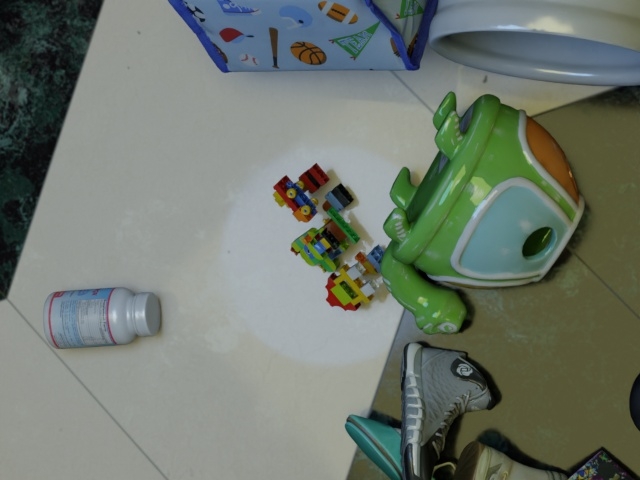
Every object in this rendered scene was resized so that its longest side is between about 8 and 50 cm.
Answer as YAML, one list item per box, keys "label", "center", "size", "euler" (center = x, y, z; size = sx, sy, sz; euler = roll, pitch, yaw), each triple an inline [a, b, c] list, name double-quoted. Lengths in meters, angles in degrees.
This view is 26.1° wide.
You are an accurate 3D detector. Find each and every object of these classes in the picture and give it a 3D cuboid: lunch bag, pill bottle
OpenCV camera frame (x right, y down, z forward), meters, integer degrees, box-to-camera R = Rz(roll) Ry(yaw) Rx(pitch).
- label: "lunch bag"
  center: [0.007, -0.443, 1.895]
  size: [0.328, 0.239, 0.385]
  euler: [6, 62, 28]
- label: "pill bottle"
  center: [-0.325, 0.114, 2.060]
  size: [0.160, 0.087, 0.087]
  euler: [-4, 87, 13]

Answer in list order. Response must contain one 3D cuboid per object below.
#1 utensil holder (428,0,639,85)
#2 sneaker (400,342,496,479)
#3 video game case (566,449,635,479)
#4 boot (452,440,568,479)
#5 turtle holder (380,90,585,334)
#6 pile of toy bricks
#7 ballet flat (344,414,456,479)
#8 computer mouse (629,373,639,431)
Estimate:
- label: "utensil holder"
  center: [0.325, -0.423, 1.808]
  size: [0.327, 0.327, 0.385]
  euler: [7, 88, 14]
- label: "sneaker"
  center: [0.178, 0.244, 1.907]
  size: [0.132, 0.086, 0.229]
  euler: [3, 58, -2]
- label: "video game case"
  center: [0.373, 0.413, 1.815]
  size: [0.232, 0.042, 0.210]
  euler: [-32, 64, -34]
- label: "boot"
  center: [0.247, 0.398, 1.881]
  size: [0.165, 0.077, 0.213]
  euler: [21, 77, -18]
- label: "turtle holder"
  center: [0.209, -0.025, 1.864]
  size: [0.227, 0.243, 0.320]
  euler: [28, 85, -4]
- label: "pile of toy bricks"
  center: [0.000, 0.000, 1.992]
  size: [0.105, 0.118, 0.212]
  euler: [-35, 97, 38]
- label: "ballet flat"
  center: [0.140, 0.327, 1.956]
  size: [0.087, 0.083, 0.247]
  euler: [-37, 80, -15]
- label: "computer mouse"
  center: [0.529, 0.166, 1.863]
  size: [0.272, 0.072, 0.188]
  euler: [-46, 80, 8]
